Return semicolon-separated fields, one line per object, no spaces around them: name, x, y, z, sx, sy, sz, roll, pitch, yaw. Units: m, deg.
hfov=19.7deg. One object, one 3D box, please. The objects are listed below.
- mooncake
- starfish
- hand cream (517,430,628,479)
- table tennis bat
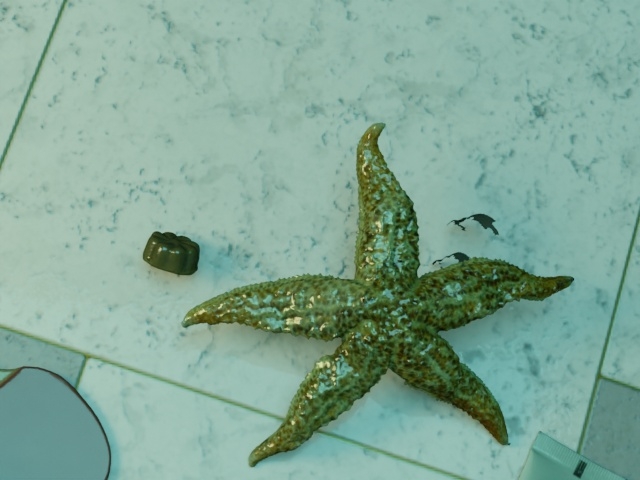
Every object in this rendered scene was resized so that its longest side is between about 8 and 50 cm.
mooncake;0.000;0.012;1.875;0.347;0.057;0.150;-12;33;-23
starfish;0.063;0.095;1.820;0.347;0.078;0.357;34;84;-10
hand cream;0.197;0.342;1.798;0.109;0.067;0.320;29;65;3
table tennis bat;-0.308;0.168;1.800;0.138;0.022;0.246;-37;82;-18
